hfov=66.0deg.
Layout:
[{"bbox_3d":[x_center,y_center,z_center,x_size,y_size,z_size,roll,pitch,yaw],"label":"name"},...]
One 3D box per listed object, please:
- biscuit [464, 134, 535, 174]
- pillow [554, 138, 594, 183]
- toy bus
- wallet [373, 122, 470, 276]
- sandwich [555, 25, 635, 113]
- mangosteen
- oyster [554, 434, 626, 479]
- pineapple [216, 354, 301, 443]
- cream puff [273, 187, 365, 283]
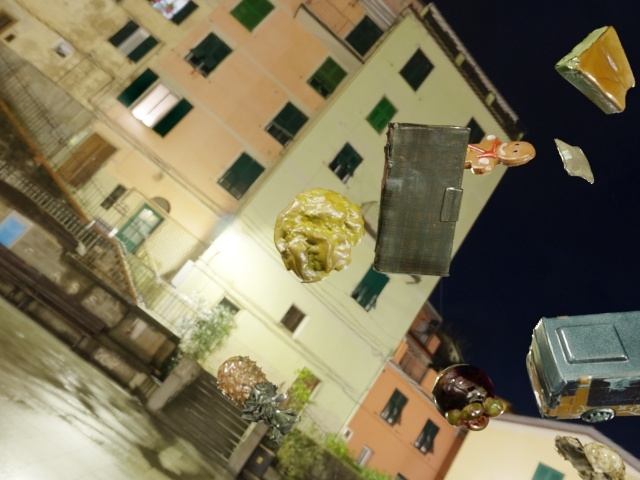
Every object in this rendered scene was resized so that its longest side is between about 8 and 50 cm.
[{"bbox_3d":[0.515,-0.280,1.581,0.323,0.205,0.049,7,-48,33],"label":"biscuit"},{"bbox_3d":[0.782,-0.243,1.510,0.217,0.130,0.033,3,-23,-43],"label":"pillow"},{"bbox_3d":[0.586,0.240,0.951,0.323,0.162,0.194,-6,-44,10],"label":"toy bus"},{"bbox_3d":[0.202,-0.077,1.007,0.168,0.317,0.044,2,20,-3],"label":"wallet"},{"bbox_3d":[0.738,-0.425,1.294,0.212,0.245,0.063,57,-27,-14],"label":"sandwich"},{"bbox_3d":[0.452,0.492,1.549,0.209,0.210,0.210,32,-21,14],"label":"mangosteen"},{"bbox_3d":[0.723,0.579,1.336,0.166,0.094,0.294,48,-8,-1],"label":"oyster"},{"bbox_3d":[-0.183,0.478,1.514,0.310,0.170,0.141,33,-36,35],"label":"pineapple"},{"bbox_3d":[0.001,-0.001,1.708,0.257,0.324,0.291,-98,170,-48],"label":"cream puff"}]
